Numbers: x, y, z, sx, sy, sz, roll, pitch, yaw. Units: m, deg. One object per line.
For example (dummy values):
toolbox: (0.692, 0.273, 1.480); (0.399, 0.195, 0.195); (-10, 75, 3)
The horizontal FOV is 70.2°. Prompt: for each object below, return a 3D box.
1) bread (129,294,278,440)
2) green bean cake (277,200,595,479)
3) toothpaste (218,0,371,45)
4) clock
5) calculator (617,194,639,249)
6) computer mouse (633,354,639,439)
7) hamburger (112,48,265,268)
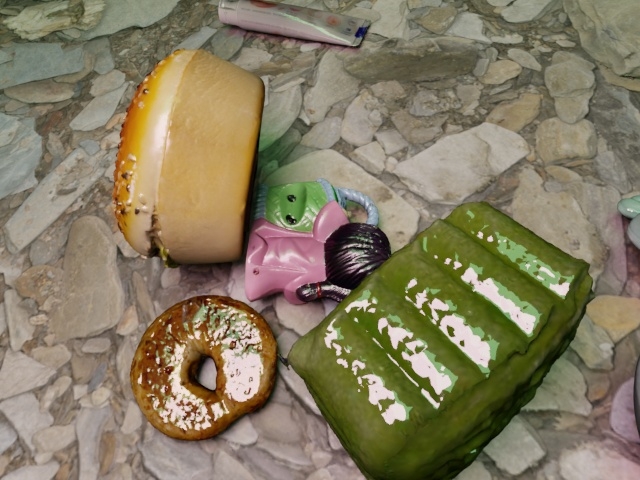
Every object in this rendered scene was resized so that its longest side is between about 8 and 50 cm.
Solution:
bread: (-0.148, 0.156, 0.582); (0.193, 0.064, 0.194); (-2, 63, 4)
green bean cake: (0.117, 0.120, 0.445); (0.246, 0.250, 0.156); (-36, 58, -15)
toothpaste: (-0.060, -0.467, 0.969); (0.322, 0.066, 0.100); (15, 56, 13)
clock: (0.000, 0.000, 0.635); (0.195, 0.100, 0.194); (3, 58, 2)
calculator: (0.474, 0.022, 0.522); (0.183, 0.042, 0.295); (-3, 36, -20)
computer mouse: (0.412, 0.250, 0.390); (0.188, 0.122, 0.371); (-20, 61, -4)
hamburger: (-0.172, -0.101, 0.615); (0.175, 0.300, 0.301); (9, 57, -9)
